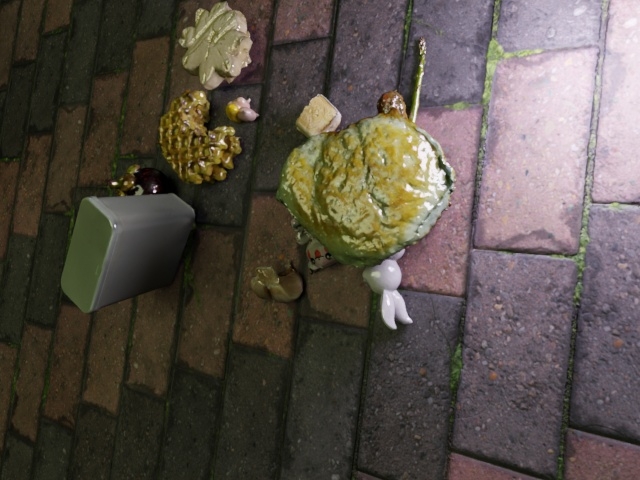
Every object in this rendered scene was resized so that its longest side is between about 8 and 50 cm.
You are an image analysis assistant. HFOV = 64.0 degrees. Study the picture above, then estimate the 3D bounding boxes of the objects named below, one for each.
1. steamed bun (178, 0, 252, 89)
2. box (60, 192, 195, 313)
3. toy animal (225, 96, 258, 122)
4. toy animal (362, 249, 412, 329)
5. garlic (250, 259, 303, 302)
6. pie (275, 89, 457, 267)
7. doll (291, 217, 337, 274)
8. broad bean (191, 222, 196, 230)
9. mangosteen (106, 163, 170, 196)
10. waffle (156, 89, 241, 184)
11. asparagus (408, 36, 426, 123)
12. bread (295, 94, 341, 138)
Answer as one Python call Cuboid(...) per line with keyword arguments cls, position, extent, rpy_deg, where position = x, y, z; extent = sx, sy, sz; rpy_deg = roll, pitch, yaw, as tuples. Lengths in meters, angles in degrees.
Cuboid(cls="steamed bun", position=(-0.340, -0.653, 1.759), extent=(0.295, 0.137, 0.293), rpy_deg=(2, 84, 27))
Cuboid(cls="box", position=(-0.623, 0.023, 1.679), extent=(0.177, 0.343, 0.352), rpy_deg=(35, 115, 20))
Cuboid(cls="toy animal", position=(-0.266, -0.446, 1.714), extent=(0.114, 0.091, 0.082), rpy_deg=(6, 73, 34))
Cuboid(cls="toy animal", position=(0.164, 0.122, 1.349), extent=(0.130, 0.103, 0.221), rpy_deg=(-5, 80, 30))
Cuboid(cls="garlic", position=(-0.136, 0.129, 1.554), extent=(0.174, 0.099, 0.124), rpy_deg=(-4, 100, 36))
Cuboid(cls="pie", position=(0.117, -0.132, 1.306), extent=(0.417, 0.180, 0.395), rpy_deg=(-34, 72, 1))
Cuboid(cls="doll", position=(0.000, 0.000, 1.461), extent=(0.149, 0.095, 0.192), rpy_deg=(-14, 102, 28))
Cuboid(cls="broad bean", position=(-0.545, -0.041, 1.852), extent=(0.256, 0.052, 0.053), rpy_deg=(-12, 80, 31))
Cuboid(cls="mangosteen", position=(-0.653, -0.181, 1.841), extent=(0.192, 0.217, 0.193), rpy_deg=(-26, 52, 40))
Cuboid(cls="waffle", position=(-0.424, -0.351, 1.766), extent=(0.261, 0.151, 0.324), rpy_deg=(-46, 61, 15))
Cuboid(cls="asparagus", position=(0.268, -0.442, 1.408), extent=(0.024, 0.025, 0.249), rpy_deg=(179, 99, -75))
Cuboid(cls="bread", position=(-0.005, -0.358, 1.539), extent=(0.125, 0.082, 0.106), rpy_deg=(-45, 73, 8))
